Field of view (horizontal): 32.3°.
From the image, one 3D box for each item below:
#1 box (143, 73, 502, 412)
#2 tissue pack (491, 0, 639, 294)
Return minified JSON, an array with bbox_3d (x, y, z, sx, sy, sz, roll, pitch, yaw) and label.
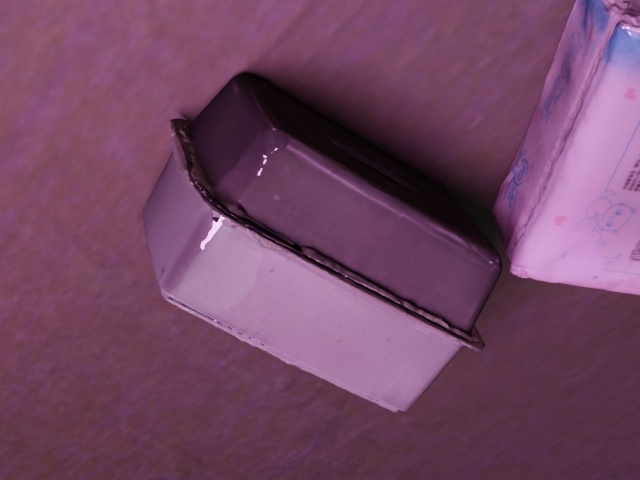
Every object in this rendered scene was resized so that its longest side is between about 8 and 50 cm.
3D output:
[{"bbox_3d":[0.000,0.000,0.938,0.290,0.220,0.166,28,106,-24],"label":"box"},{"bbox_3d":[0.278,-0.083,0.924,0.201,0.124,0.271,9,132,-7],"label":"tissue pack"}]
